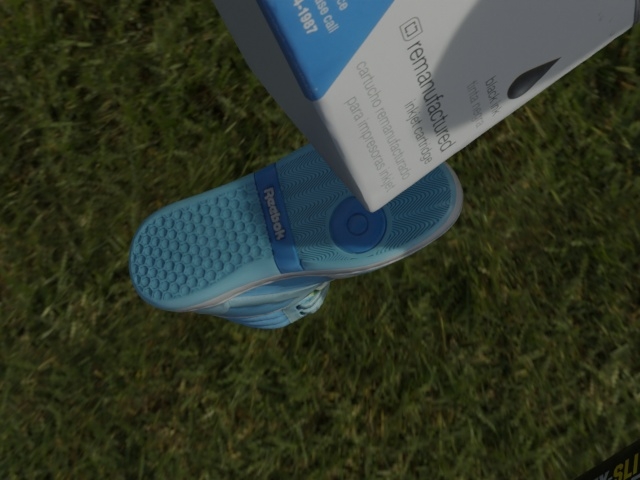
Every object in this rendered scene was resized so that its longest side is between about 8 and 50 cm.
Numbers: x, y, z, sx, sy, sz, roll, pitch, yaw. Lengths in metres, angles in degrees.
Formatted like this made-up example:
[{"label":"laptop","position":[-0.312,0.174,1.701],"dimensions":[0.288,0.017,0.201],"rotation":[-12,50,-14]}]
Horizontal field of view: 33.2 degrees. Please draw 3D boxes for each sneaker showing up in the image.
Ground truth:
[{"label":"sneaker","position":[0.000,0.000,1.032],"dimensions":[0.319,0.208,0.127],"rotation":[-12,74,20]}]

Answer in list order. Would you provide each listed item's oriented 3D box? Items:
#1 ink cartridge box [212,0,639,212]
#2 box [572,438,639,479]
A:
[{"label":"ink cartridge box","position":[0.088,-0.189,0.483],"dimensions":[0.307,0.223,0.129],"rotation":[-36,58,-3]},{"label":"box","position":[0.318,0.335,1.106],"dimensions":[0.079,0.257,0.322],"rotation":[35,131,-8]}]
